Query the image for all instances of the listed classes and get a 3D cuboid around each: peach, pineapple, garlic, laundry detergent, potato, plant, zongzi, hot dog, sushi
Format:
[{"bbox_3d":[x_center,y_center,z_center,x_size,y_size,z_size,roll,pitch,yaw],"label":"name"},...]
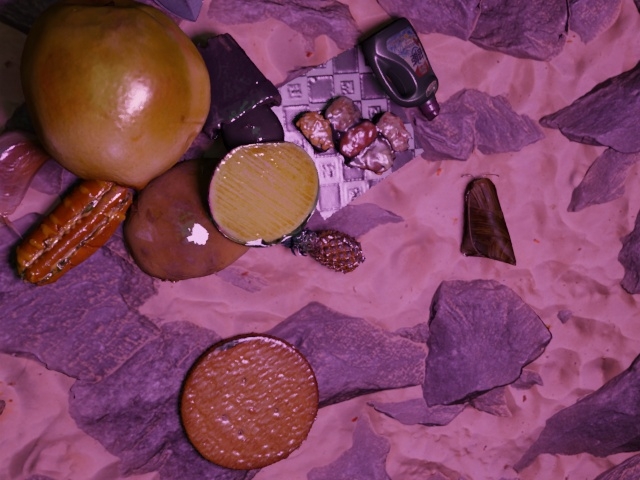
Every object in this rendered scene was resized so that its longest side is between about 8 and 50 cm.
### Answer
[{"bbox_3d":[-0.365,-0.260,1.220,0.314,0.281,0.315,21,105,16],"label":"peach"},{"bbox_3d":[0.000,0.000,1.469,0.222,0.083,0.103,24,85,-17],"label":"pineapple"},{"bbox_3d":[-0.572,-0.112,1.299,0.129,0.090,0.198,25,87,-32],"label":"garlic"},{"bbox_3d":[0.181,-0.343,1.472,0.144,0.078,0.221,-40,109,-32],"label":"laundry detergent"},{"bbox_3d":[-0.244,-0.042,1.386,0.299,0.116,0.239,-25,98,-13],"label":"potato"},{"bbox_3d":[-0.161,-0.265,1.353,0.165,0.142,0.255,-29,98,-1],"label":"plant"},{"bbox_3d":[0.374,-0.048,1.512,0.084,0.184,0.187,-4,98,-16],"label":"zongzi"},{"bbox_3d":[-0.471,-0.019,1.346,0.115,0.072,0.269,43,85,-24],"label":"hot dog"},{"bbox_3d":[0.052,-0.235,1.467,0.294,0.059,0.292,-34,104,-8],"label":"sushi"}]

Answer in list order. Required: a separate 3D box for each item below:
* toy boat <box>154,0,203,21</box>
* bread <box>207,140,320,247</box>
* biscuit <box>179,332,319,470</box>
[{"bbox_3d":[-0.307,-0.562,1.312,0.141,0.092,0.319,-28,111,-11],"label":"toy boat"},{"bbox_3d":[-0.107,-0.092,1.344,0.229,0.033,0.228,-9,118,-18],"label":"bread"},{"bbox_3d":[-0.148,0.345,1.497,0.306,0.038,0.305,-2,97,-13],"label":"biscuit"}]
